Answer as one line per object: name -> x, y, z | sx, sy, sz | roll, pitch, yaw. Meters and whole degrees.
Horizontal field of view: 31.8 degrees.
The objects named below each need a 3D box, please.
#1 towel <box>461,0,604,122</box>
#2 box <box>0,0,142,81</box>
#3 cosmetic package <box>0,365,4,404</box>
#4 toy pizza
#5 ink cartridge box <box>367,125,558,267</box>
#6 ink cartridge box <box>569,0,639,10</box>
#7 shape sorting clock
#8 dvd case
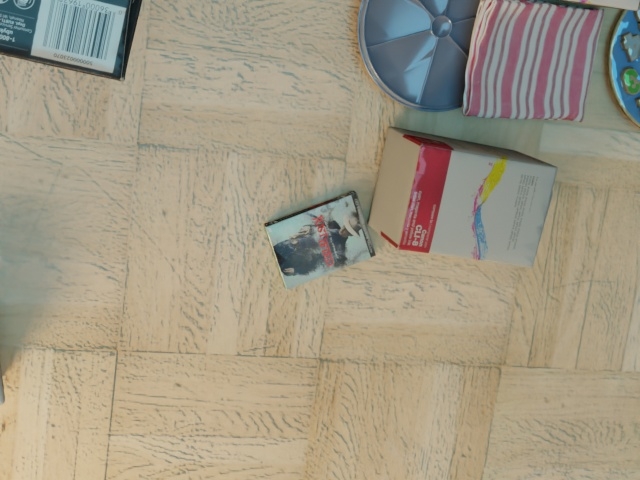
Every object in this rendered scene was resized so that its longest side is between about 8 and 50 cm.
towel -> 0.258, -0.213, 1.341 | 0.197, 0.029, 0.144 | -1, 108, -31
box -> -0.264, -0.251, 1.086 | 0.165, 0.270, 0.143 | 12, 101, -17
cosmetic package -> -0.472, 0.137, 1.230 | 0.231, 0.085, 0.117 | -9, 106, -15
toy pizza -> 0.137, -0.252, 1.321 | 0.201, 0.032, 0.201 | -4, 105, -14
ink cartridge box -> 0.166, -0.052, 1.329 | 0.176, 0.128, 0.127 | 8, 102, -16
ink cartridge box -> 0.296, -0.325, 1.315 | 0.143, 0.092, 0.090 | 5, 103, -15
shape sorting clock -> 0.457, -0.230, 1.410 | 0.206, 0.040, 0.206 | -4, 105, -15
dvd case -> 0.000, 0.000, 1.359 | 0.119, 0.013, 0.087 | -21, 108, -10
